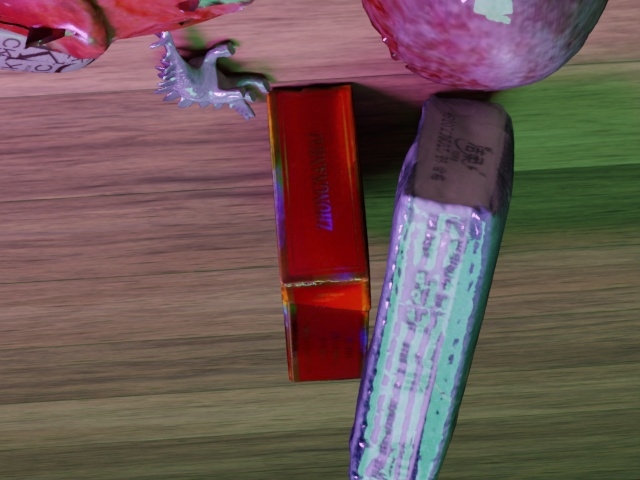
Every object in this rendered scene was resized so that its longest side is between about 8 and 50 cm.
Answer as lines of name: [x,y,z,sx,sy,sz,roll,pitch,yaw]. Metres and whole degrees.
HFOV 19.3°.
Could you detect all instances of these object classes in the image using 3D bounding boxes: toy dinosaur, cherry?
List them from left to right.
toy dinosaur: [-0.109,-0.145,1.660,0.082,0.039,0.209,-9,158,17]
cherry: [0.117,-0.210,1.353,0.192,0.175,0.249,5,158,8]

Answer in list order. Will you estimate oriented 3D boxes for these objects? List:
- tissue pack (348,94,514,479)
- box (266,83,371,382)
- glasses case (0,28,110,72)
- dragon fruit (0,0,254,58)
tissue pack: [0.104,0.051,1.760,0.103,0.228,0.315,11,118,2]
box: [0.000,0.001,1.847,0.089,0.197,0.313,-4,160,0]
glasses case: [-0.306,-0.202,1.327,0.355,0.137,0.085,8,155,-28]
dragon fruit: [-0.126,-0.251,1.038,0.302,0.295,0.295,9,158,-3]
